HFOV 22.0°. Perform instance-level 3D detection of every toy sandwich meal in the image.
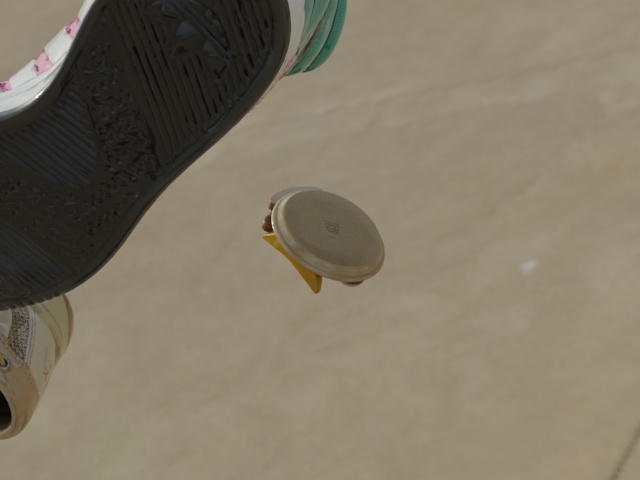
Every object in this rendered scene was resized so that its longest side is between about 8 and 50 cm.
[{"bbox_3d":[0.000,0.000,1.032,0.085,0.085,0.029,-50,-7,-51],"label":"toy sandwich meal"}]

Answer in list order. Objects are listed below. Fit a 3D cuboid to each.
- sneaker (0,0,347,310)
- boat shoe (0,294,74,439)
[{"bbox_3d":[-0.093,-0.087,0.836,0.295,0.124,0.178,-34,12,35],"label":"sneaker"},{"bbox_3d":[-0.315,0.004,1.054,0.122,0.341,0.110,-48,16,34],"label":"boat shoe"}]
